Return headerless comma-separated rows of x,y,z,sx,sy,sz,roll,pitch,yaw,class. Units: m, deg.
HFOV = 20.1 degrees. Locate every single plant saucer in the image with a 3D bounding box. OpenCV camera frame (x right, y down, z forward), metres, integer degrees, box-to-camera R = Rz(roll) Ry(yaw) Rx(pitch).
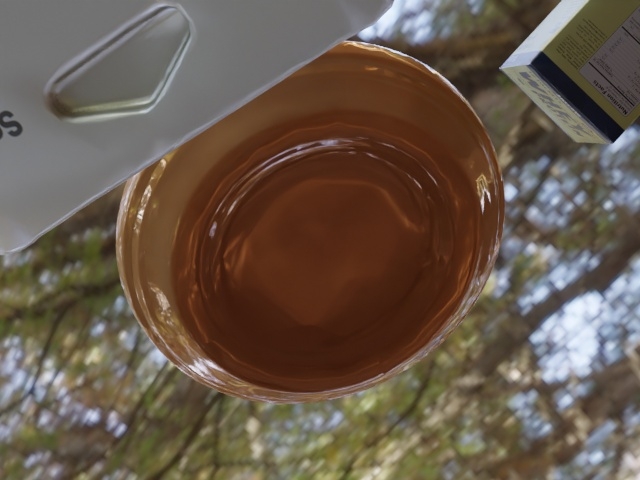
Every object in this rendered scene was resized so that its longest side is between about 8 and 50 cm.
0.000,0.000,0.891,0.200,0.200,0.037,6,-155,-20,plant saucer

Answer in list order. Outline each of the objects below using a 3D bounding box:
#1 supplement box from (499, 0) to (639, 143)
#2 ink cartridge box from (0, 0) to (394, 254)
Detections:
0.141,-0.096,0.876,0.056,0.083,0.083,43,-90,-6,supplement box
-0.018,-0.150,0.615,0.121,0.211,0.289,50,-140,-12,ink cartridge box
